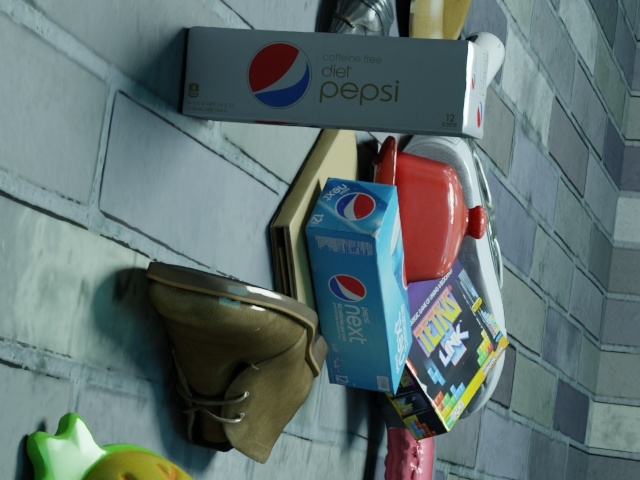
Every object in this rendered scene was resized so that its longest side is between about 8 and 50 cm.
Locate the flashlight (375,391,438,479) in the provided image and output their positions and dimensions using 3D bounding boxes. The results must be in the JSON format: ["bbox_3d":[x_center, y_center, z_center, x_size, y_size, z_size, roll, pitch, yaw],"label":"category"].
[{"bbox_3d":[0.085,0.270,1.994,0.103,0.103,0.304,-15,-113,61],"label":"flashlight"}]

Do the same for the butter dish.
[{"bbox_3d":[0.106,-0.021,1.876,0.160,0.118,0.160,-109,-157,-85],"label":"butter dish"}]

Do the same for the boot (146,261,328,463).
[{"bbox_3d":[-0.066,0.096,1.428,0.305,0.112,0.115,55,54,-68],"label":"boot"}]

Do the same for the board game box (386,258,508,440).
[{"bbox_3d":[0.115,0.100,1.962,0.141,0.048,0.170,59,39,-15],"label":"board game box"}]

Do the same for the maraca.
[{"bbox_3d":[-0.133,0.190,1.243,0.185,0.099,0.127,41,46,-38],"label":"maraca"}]

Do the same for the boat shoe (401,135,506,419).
[{"bbox_3d":[0.157,0.030,2.096,0.119,0.121,0.335,-41,132,-60],"label":"boat shoe"}]

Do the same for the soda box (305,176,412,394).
[{"bbox_3d":[0.038,0.043,1.727,0.210,0.067,0.071,82,22,-45],"label":"soda box"}]

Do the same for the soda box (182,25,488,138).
[{"bbox_3d":[0.011,-0.117,1.401,0.074,0.216,0.069,3,91,-74],"label":"soda box"}]

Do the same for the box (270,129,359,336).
[{"bbox_3d":[0.000,0.000,1.743,0.201,0.021,0.164,-63,154,-52],"label":"box"}]

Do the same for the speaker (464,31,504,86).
[{"bbox_3d":[0.173,-0.195,2.195,0.136,0.055,0.055,-54,146,-58],"label":"speaker"}]

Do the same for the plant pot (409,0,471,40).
[{"bbox_3d":[0.142,-0.301,2.044,0.236,0.032,0.236,12,90,-77],"label":"plant pot"}]

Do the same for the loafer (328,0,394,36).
[{"bbox_3d":[0.040,-0.173,1.775,0.061,0.062,0.170,-53,149,-19],"label":"loafer"}]
